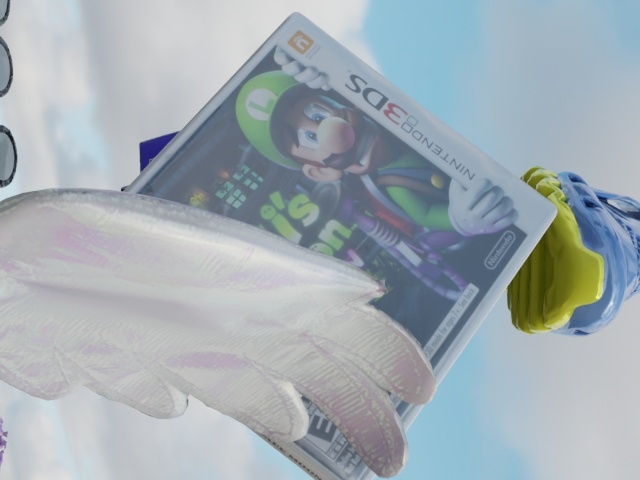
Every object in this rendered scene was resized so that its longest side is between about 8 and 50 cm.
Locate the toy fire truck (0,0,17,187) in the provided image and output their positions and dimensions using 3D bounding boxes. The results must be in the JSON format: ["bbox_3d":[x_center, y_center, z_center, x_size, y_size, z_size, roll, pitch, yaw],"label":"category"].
[{"bbox_3d":[-0.340,-0.136,0.976,0.246,0.159,0.217,-16,106,-74],"label":"toy fire truck"}]

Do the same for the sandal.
[{"bbox_3d":[0.213,0.006,0.953,0.317,0.138,0.126,-52,150,-80],"label":"sandal"}]

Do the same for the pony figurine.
[{"bbox_3d":[-0.190,0.044,0.424,0.303,0.351,0.363,-54,-137,14],"label":"pony figurine"}]

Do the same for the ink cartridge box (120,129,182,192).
[{"bbox_3d":[-0.086,-0.024,1.109,0.045,0.206,0.208,29,51,-61],"label":"ink cartridge box"}]

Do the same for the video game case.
[{"bbox_3d":[0.000,0.000,0.588,0.173,0.190,0.022,37,-26,3],"label":"video game case"}]
